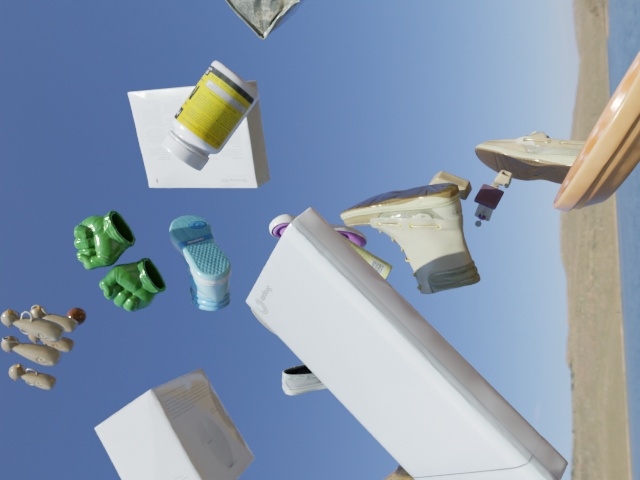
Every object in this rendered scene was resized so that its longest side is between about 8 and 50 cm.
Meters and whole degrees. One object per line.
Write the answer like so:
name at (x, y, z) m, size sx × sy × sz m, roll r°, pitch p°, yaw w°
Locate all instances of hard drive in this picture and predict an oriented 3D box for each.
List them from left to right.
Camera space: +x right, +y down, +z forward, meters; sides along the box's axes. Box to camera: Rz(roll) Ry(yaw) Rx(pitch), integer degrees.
hard drive at (0.066, 0.148, 0.573) m, size 0.353 × 0.233 × 0.047 m, roll 46°, pitch -123°, yaw 7°

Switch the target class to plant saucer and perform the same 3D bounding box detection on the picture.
plant saucer at (0.271, -0.110, 0.426) m, size 0.200 × 0.037 × 0.200 m, roll -50°, pitch -21°, yaw -27°

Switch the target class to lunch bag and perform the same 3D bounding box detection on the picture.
lunch bag at (-0.151, -0.643, 1.109) m, size 0.287 × 0.169 × 0.235 m, roll 44°, pitch -143°, yaw -17°

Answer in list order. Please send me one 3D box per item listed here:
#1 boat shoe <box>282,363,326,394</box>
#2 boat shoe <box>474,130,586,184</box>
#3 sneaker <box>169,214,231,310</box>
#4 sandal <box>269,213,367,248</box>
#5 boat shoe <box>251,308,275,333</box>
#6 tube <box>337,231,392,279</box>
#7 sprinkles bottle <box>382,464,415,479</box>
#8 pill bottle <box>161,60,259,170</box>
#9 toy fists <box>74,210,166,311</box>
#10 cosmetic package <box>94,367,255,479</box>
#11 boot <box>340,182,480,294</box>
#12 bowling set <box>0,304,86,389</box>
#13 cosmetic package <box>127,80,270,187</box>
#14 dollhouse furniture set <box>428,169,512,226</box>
boat shoe at (-0.004, 0.385, 1.435) m, size 0.228 × 0.079 × 0.081 m, roll -12°, pitch -70°, yaw -17°
boat shoe at (0.531, -0.212, 1.202) m, size 0.109 × 0.302 × 0.098 m, roll 44°, pitch -106°, yaw -43°
sneaker at (-0.351, 0.079, 1.419) m, size 0.127 × 0.319 × 0.208 m, roll -13°, pitch -49°, yaw -23°
sandal at (-0.007, 0.008, 1.896) m, size 0.417 × 0.169 × 0.102 m, roll 12°, pitch -127°, yaw -25°
boat shoe at (-0.060, 0.247, 1.496) m, size 0.335 × 0.112 × 0.095 m, roll 30°, pitch -153°, yaw -11°
tube at (0.081, 0.034, 1.343) m, size 0.062 × 0.240 × 0.070 m, roll -60°, pitch -3°, yaw 9°
sprinkles bottle at (0.086, 0.629, 1.047) m, size 0.356 × 0.121 × 0.121 m, roll -22°, pitch -72°, yaw -30°
pill bottle at (-0.234, -0.258, 1.030) m, size 0.208 × 0.119 × 0.119 m, roll -53°, pitch -36°, yaw 5°
toy fists at (-0.542, 0.064, 1.291) m, size 0.279 × 0.142 × 0.096 m, roll 60°, pitch -170°, yaw -13°
cosmetic package at (-0.269, 0.392, 0.940) m, size 0.224 × 0.138 × 0.224 m, roll 58°, pitch -175°, yaw 10°
boot at (0.137, 0.004, 0.776) m, size 0.077 × 0.213 × 0.165 m, roll -35°, pitch -69°, yaw -44°
bowling set at (-0.774, 0.260, 1.370) m, size 0.199 × 0.154 × 0.286 m, roll -82°, pitch 17°, yaw -59°
cosmetic package at (-0.346, -0.296, 1.401) m, size 0.097 × 0.378 × 0.284 m, roll -43°, pitch -48°, yaw -61°
dollhouse furniture set at (0.245, -0.079, 0.822) m, size 0.091 × 0.114 × 0.081 m, roll -53°, pitch -22°, yaw -30°
